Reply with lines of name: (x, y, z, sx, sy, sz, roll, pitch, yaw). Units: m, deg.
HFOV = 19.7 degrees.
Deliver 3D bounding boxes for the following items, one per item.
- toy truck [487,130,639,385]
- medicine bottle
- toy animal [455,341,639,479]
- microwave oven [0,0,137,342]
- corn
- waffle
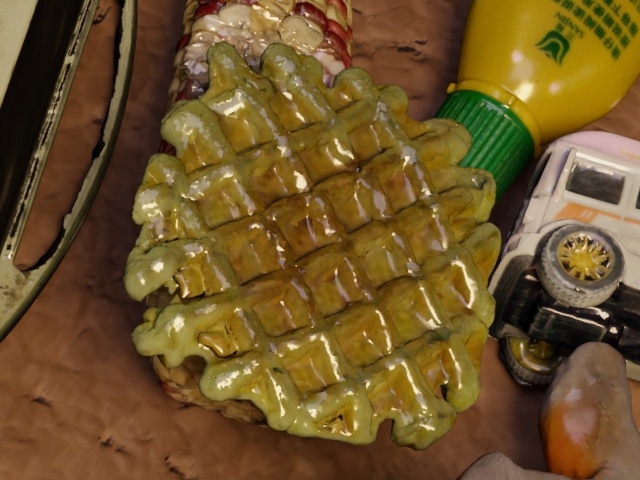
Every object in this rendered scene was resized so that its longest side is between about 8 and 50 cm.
toy truck: (0.195, 0.025, 0.868, 0.226, 0.098, 0.114, 16, 57, 2)
medicine bottle: (0.101, -0.078, 0.933, 0.095, 0.064, 0.260, 39, 65, -4)
toy animal: (0.134, 0.199, 0.753, 0.302, 0.225, 0.284, -31, 86, -31)
microwave oven: (-0.259, -0.126, 0.831, 0.333, 0.247, 0.394, 13, 61, 1)
corn: (-0.028, -0.050, 0.892, 0.098, 0.098, 0.290, 5, 61, -1)
waffle: (0.000, 0.000, 0.798, 0.169, 0.036, 0.184, 19, 57, -15)
